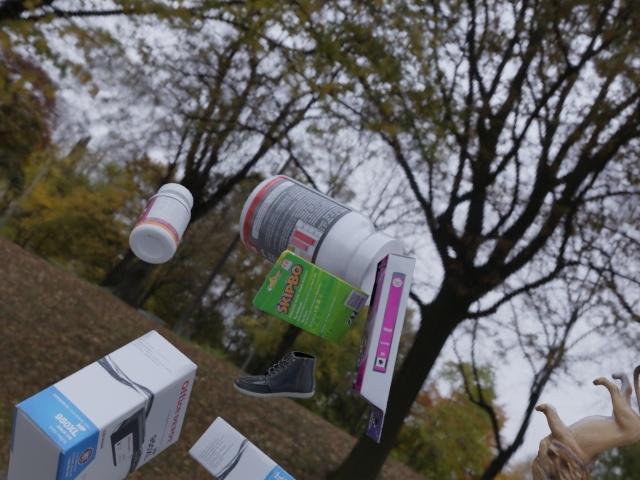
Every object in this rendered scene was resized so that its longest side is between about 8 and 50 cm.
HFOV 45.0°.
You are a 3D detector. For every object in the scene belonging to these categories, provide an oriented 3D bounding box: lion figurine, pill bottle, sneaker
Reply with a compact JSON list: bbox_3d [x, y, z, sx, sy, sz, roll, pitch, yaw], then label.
[{"bbox_3d":[0.710,0.499,1.996,0.240,0.392,0.142,65,10,21],"label":"lion figurine"},{"bbox_3d":[0.000,0.000,1.848,0.363,0.210,0.210,28,-16,29],"label":"pill bottle"},{"bbox_3d":[-0.412,-0.050,2.030,0.121,0.221,0.121,4,-53,6],"label":"pill bottle"},{"bbox_3d":[-0.122,0.356,2.091,0.222,0.118,0.083,4,11,-13],"label":"sneaker"}]

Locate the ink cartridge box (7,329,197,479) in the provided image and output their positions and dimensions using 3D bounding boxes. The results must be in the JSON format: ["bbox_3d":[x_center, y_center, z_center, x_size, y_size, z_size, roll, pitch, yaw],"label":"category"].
[{"bbox_3d":[-0.495,0.424,1.779,0.166,0.395,0.285,35,-54,21],"label":"ink cartridge box"}]

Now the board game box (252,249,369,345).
[{"bbox_3d":[-0.020,0.114,1.531,0.259,0.124,0.039,30,1,-43],"label":"board game box"}]

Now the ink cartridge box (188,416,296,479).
[{"bbox_3d":[-0.165,0.622,2.004,0.307,0.129,0.223,28,-19,38],"label":"ink cartridge box"}]

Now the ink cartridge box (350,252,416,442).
[{"bbox_3d":[0.120,0.217,1.587,0.069,0.370,0.176,11,-9,-2],"label":"ink cartridge box"}]
